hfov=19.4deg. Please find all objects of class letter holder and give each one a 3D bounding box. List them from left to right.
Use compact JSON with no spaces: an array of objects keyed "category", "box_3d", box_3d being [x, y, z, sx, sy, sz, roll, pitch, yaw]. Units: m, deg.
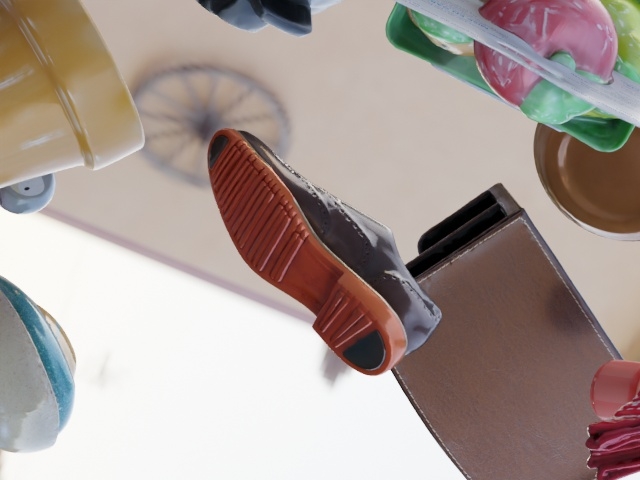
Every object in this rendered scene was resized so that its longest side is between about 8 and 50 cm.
[{"category":"letter holder","box_3d":[0.199,0.129,2.028,0.214,0.302,0.152,-34,-167,4]}]

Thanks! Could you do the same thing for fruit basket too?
[{"category":"fruit basket","box_3d":[0.170,-0.164,1.549,0.165,0.327,0.353,-63,180,22]}]

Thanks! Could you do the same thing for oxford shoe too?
[{"category":"oxford shoe","box_3d":[0.000,0.000,1.701,0.098,0.271,0.097,-29,166,-40]}]

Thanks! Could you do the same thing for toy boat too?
[{"category":"toy boat","box_3d":[-0.326,0.064,1.939,0.267,0.148,0.318,36,-41,50]}]

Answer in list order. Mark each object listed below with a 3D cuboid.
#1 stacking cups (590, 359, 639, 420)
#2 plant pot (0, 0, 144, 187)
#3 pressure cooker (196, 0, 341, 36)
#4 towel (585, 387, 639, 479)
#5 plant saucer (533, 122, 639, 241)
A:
[{"category":"stacking cups","box_3d":[0.384,0.162,1.709,0.316,0.096,0.096,0,-114,48]},{"category":"plant pot","box_3d":[-0.299,-0.136,1.791,0.188,0.205,0.205,-29,-171,-12]},{"category":"pressure cooker","box_3d":[-0.021,-0.464,2.164,0.420,0.375,0.370,-28,-166,33]},{"category":"towel","box_3d":[0.256,0.044,0.945,0.199,0.031,0.275,-22,-178,27]},{"category":"plant saucer","box_3d":[0.322,-0.085,2.016,0.200,0.200,0.037,-56,175,37]}]
